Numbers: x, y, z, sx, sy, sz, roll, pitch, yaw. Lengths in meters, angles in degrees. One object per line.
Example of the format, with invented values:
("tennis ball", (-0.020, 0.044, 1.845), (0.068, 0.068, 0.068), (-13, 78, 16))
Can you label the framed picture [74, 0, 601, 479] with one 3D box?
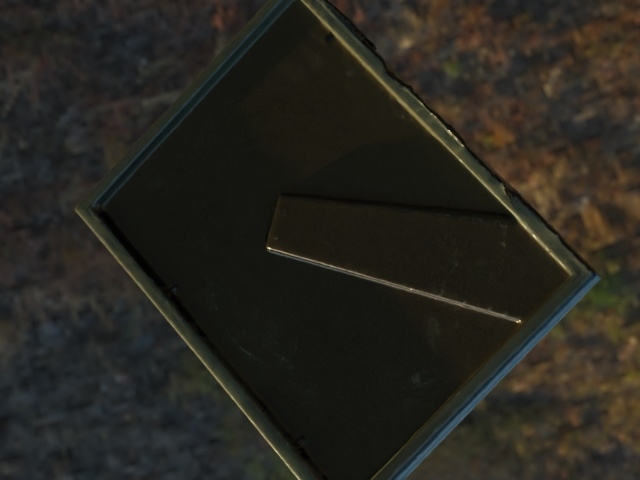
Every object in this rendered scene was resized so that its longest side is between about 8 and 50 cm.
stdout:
("framed picture", (0.000, 0.000, 0.568), (0.109, 0.149, 0.011), (-46, 153, 9))
